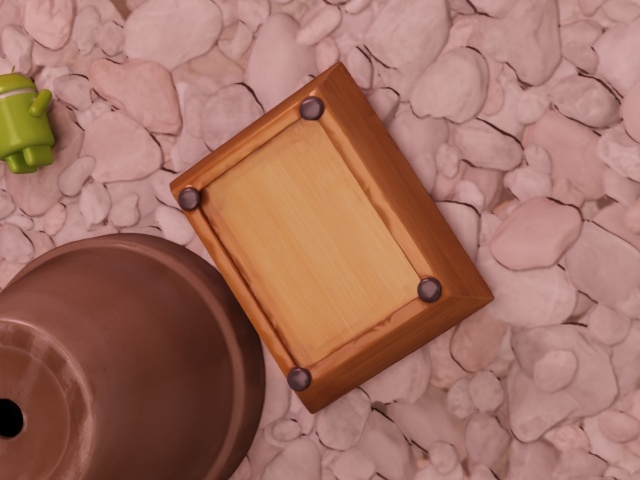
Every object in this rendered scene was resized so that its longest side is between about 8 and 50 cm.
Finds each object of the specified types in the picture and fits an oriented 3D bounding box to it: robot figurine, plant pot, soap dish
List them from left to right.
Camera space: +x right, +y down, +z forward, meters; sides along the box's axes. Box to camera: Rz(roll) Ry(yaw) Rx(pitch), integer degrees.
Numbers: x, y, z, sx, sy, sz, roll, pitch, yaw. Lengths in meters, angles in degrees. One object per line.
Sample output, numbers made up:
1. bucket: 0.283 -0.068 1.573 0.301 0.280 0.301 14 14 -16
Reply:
1. robot figurine: -0.336 -0.132 1.337 0.101 0.067 0.115 -21 86 27
2. plant pot: -0.247 0.156 1.215 0.323 0.280 0.323 0 92 14
3. soap dish: 0.000 0.000 1.224 0.229 0.118 0.291 -34 84 14
